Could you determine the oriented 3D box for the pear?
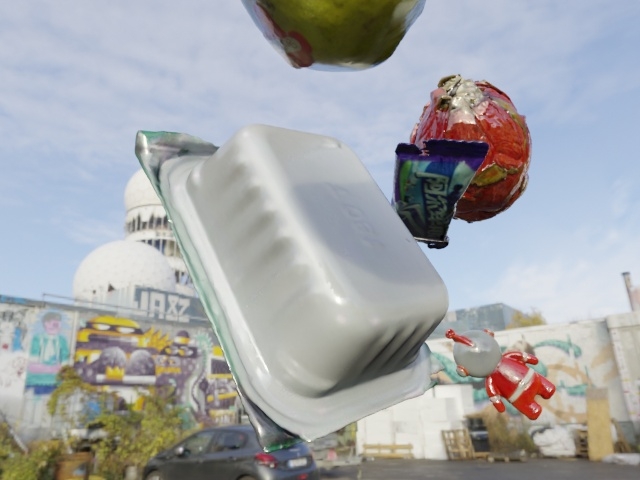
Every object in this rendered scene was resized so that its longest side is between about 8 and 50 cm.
[{"bbox_3d":[-0.005,-0.406,0.671,0.288,0.287,0.375,-22,-55,43],"label":"pear"}]

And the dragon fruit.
[{"bbox_3d":[0.339,-0.193,1.145,0.278,0.277,0.342,-6,-36,8],"label":"dragon fruit"}]

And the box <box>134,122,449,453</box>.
[{"bbox_3d":[0.000,0.000,0.506,0.264,0.336,0.106,-3,-37,-45],"label":"box"}]

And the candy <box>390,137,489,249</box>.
[{"bbox_3d":[0.178,-0.067,0.859,0.145,0.070,0.275,-1,-36,-5],"label":"candy"}]

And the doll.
[{"bbox_3d":[0.368,0.269,1.069,0.245,0.142,0.076,35,-17,18],"label":"doll"}]
